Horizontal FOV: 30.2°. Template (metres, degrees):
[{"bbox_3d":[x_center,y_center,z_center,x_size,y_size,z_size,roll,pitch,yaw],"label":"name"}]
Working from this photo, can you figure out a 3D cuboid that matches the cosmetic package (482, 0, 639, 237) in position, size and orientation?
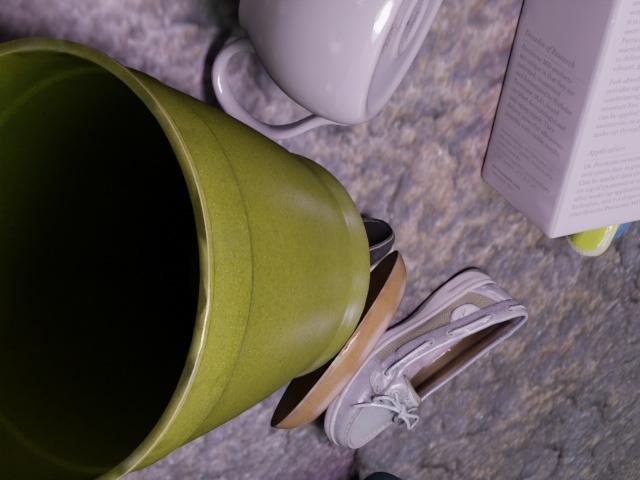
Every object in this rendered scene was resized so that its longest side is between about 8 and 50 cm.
[{"bbox_3d":[0.371,-0.244,1.433,0.230,0.161,0.453,-10,128,-28],"label":"cosmetic package"}]

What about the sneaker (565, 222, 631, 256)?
[{"bbox_3d":[0.432,-0.092,1.715,0.126,0.091,0.240,-9,129,-62],"label":"sneaker"}]

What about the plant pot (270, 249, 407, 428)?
[{"bbox_3d":[0.026,0.114,1.294,0.236,0.032,0.236,-54,-177,4],"label":"plant pot"}]

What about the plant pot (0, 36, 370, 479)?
[{"bbox_3d":[-0.140,0.026,1.080,0.353,0.366,0.366,2,120,-58],"label":"plant pot"}]

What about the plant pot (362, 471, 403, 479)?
[{"bbox_3d":[-0.008,0.535,1.634,0.334,0.341,0.341,-16,131,-24],"label":"plant pot"}]

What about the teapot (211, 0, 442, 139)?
[{"bbox_3d":[0.005,-0.239,1.102,0.256,0.187,0.252,-61,170,-14],"label":"teapot"}]

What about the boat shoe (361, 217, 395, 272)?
[{"bbox_3d":[0.000,0.000,1.364,0.233,0.084,0.079,-7,130,-37],"label":"boat shoe"}]

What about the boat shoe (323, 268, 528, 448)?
[{"bbox_3d":[0.140,0.173,1.624,0.320,0.103,0.118,-39,141,-12],"label":"boat shoe"}]
